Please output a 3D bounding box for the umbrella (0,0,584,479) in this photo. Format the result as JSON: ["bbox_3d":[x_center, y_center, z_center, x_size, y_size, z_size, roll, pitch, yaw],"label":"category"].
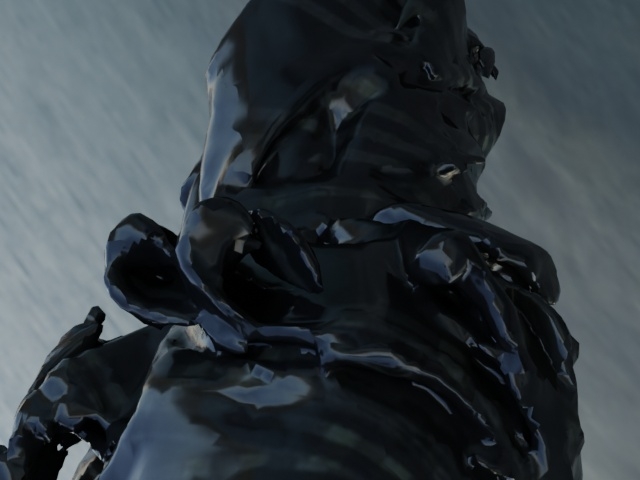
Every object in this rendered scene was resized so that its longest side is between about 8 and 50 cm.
[{"bbox_3d":[0.006,-0.005,0.417,0.128,0.336,0.154,36,137,-22],"label":"umbrella"}]
